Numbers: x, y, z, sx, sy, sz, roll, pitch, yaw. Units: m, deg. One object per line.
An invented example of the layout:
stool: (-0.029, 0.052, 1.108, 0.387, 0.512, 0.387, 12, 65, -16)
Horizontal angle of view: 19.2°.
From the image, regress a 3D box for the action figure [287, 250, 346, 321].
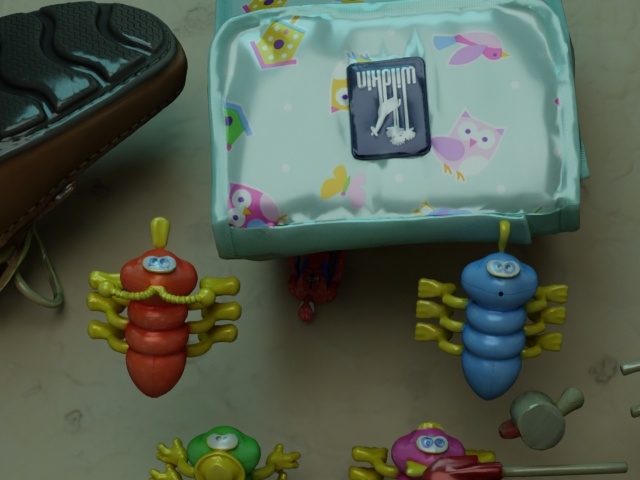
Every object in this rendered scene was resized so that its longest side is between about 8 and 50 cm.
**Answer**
action figure: (0.000, 0.000, 1.229, 0.038, 0.030, 0.115, 8, 65, 5)

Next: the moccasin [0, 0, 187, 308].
moccasin: (-0.243, -0.014, 1.212, 0.380, 0.147, 0.139, -41, 51, -11)

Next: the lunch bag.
lunch bag: (0.045, -0.088, 1.157, 0.223, 0.160, 0.262, -3, 37, 4)

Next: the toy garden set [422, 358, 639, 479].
toy garden set: (0.173, 0.153, 1.070, 0.244, 0.049, 0.204, -15, 101, -1)

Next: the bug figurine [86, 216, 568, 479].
bug figurine: (0.003, 0.090, 1.083, 0.279, 0.216, 0.072, 0, 23, 1)
